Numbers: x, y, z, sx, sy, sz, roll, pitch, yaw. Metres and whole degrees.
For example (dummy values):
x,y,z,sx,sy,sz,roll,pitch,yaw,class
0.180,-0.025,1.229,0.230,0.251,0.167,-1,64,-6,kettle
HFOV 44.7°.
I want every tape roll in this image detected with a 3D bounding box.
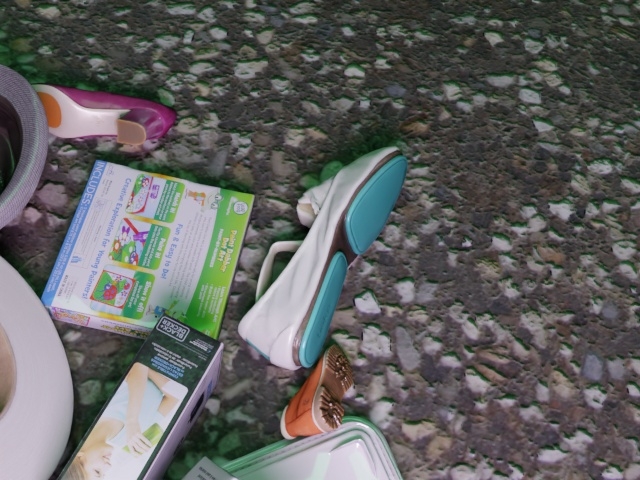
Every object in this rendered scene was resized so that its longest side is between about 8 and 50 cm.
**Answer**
x,y,z,sx,sy,sz,roll,pitch,yaw,class
-0.450,0.138,0.872,0.072,0.392,0.392,-31,64,20,tape roll

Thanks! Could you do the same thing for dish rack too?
x,y,z,sx,sy,sz,roll,pitch,yaw,class
0.009,0.396,0.955,0.285,0.072,0.333,-18,67,-18,dish rack

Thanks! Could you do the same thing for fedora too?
x,y,z,sx,sy,sz,roll,pitch,yaw,class
-0.501,-0.107,1.102,0.244,0.124,0.275,3,70,-4,fedora

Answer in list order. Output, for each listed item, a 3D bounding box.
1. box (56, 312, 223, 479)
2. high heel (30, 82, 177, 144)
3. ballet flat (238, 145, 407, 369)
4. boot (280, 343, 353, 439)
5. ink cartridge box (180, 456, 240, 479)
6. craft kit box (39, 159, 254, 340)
x,y,z,sx,sy,sz,roll,pitch,yaw,class
-0.227,0.252,0.944,0.087,0.169,0.290,27,60,4,box
-0.356,-0.213,1.244,0.244,0.082,0.117,11,28,14,high heel
0.000,0.000,1.146,0.139,0.139,0.400,25,62,6,ballet flat
-0.007,0.204,1.057,0.059,0.085,0.158,52,30,-16,boot
-0.137,0.405,0.785,0.289,0.121,0.211,-45,105,-20,ink cartridge box
-0.242,0.019,1.132,0.247,0.061,0.250,12,61,1,craft kit box
